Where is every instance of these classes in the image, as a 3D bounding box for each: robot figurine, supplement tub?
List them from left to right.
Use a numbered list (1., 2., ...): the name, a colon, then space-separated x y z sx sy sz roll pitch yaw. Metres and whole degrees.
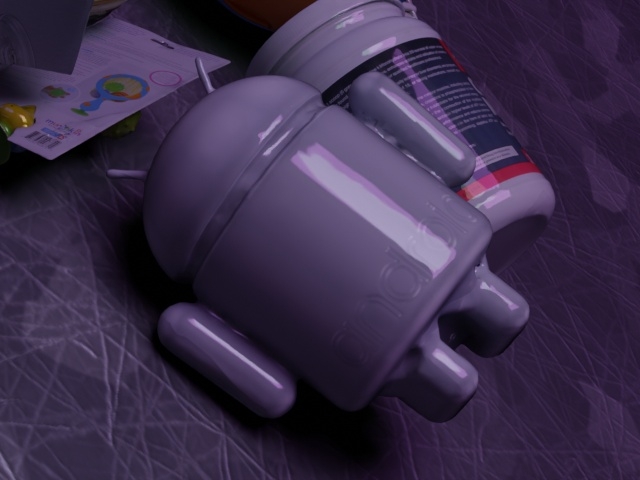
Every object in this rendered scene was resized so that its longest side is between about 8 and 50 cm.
1. robot figurine: 0.000 0.000 1.591 0.353 0.200 0.300 36 71 5
2. supplement tub: 0.071 -0.084 1.790 0.191 0.191 0.272 -12 62 -52

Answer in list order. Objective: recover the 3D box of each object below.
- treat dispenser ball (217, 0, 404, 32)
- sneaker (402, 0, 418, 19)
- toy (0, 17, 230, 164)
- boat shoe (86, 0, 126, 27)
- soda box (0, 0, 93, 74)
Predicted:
1. treat dispenser ball: -0.009 -0.345 1.908 0.288 0.288 0.288 28 36 -23
2. sneaker: 0.053 -0.310 2.089 0.106 0.123 0.290 3 51 -48
3. toy: -0.202 -0.116 1.639 0.137 0.056 0.237 23 32 27
4. boat shoe: -0.266 -0.203 1.672 0.223 0.073 0.080 -13 65 -30
5. soda box: -0.324 -0.217 1.526 0.286 0.098 0.091 10 47 -16
